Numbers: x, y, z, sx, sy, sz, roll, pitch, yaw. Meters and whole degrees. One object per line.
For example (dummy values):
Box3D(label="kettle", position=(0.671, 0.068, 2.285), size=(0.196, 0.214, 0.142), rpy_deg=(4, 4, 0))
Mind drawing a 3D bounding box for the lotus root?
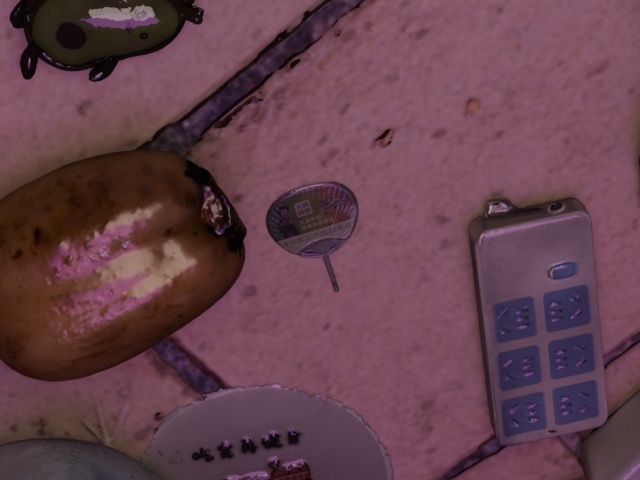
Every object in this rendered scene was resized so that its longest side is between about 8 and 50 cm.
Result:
Box3D(label="lotus root", position=(-0.150, 0.019, 0.930), size=(0.220, 0.118, 0.125), rpy_deg=(-23, 86, 8))

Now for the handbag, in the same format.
Box3D(label="handbag", position=(-0.124, -0.133, 0.890), size=(0.111, 0.047, 0.072), rpy_deg=(-9, 119, 0))

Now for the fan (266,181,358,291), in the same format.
Box3D(label="fan", position=(-0.008, -0.004, 0.998), size=(0.060, 0.003, 0.080), rpy_deg=(8, 116, -11))

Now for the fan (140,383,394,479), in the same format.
Box3D(label="fan", position=(-0.029, 0.244, 1.123), size=(0.190, 0.009, 0.329), rpy_deg=(-12, 118, -2))

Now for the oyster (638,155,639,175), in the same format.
Box3D(label="oyster", position=(0.311, -0.126, 0.932), size=(0.201, 0.107, 0.355), rpy_deg=(9, 131, 10))

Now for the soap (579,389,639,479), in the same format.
Box3D(label="soap", position=(0.284, 0.137, 1.077), size=(0.121, 0.064, 0.183), rpy_deg=(36, 109, -25))

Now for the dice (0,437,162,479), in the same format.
Box3D(label="dice", position=(-0.184, 0.312, 0.992), size=(0.262, 0.265, 0.268), rpy_deg=(-35, 116, 12))

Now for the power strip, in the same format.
Box3D(label="power strip", position=(0.149, 0.057, 1.033), size=(0.081, 0.035, 0.192), rpy_deg=(-11, 119, -2))
